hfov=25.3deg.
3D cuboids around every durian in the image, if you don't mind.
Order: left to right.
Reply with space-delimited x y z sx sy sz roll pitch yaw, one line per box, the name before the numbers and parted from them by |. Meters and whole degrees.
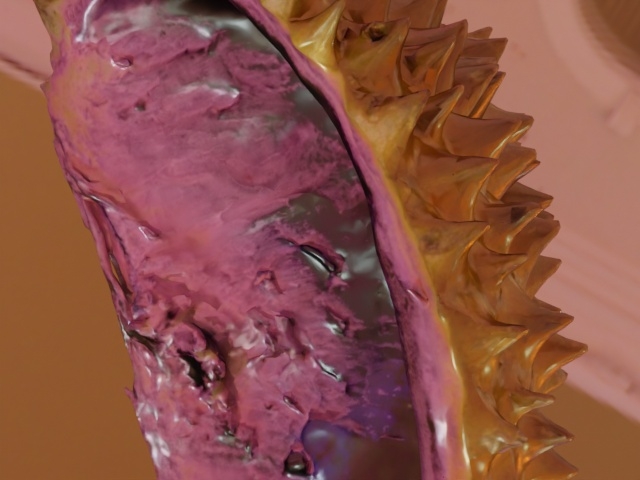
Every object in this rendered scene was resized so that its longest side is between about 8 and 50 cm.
durian | 0.014 -0.005 0.450 0.186 0.154 0.260 -32 -77 -56
